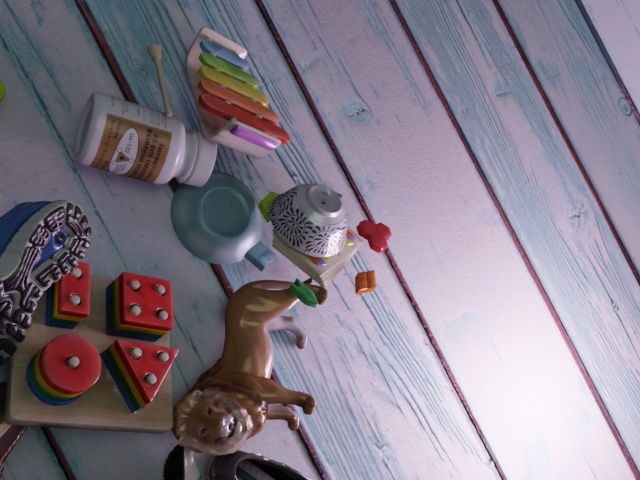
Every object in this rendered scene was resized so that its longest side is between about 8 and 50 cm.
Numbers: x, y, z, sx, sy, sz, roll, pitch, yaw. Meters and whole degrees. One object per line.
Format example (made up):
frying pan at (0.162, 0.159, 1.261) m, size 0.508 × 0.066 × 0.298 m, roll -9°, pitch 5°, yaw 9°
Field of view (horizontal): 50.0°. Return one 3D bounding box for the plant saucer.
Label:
plant saucer at (-0.192, -0.051, 1.336) m, size 0.195 × 0.037 × 0.194 m, roll 11°, pitch 68°, yaw -29°

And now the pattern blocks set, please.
pattern blocks set at (0.000, 0.000, 1.380) m, size 0.285 × 0.026 × 0.324 m, roll 34°, pitch 41°, yaw -2°

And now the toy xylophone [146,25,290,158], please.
toy xylophone at (-0.196, -0.284, 1.307) m, size 0.236 × 0.081 × 0.322 m, roll 12°, pitch 43°, yaw -46°

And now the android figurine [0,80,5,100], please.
android figurine at (-0.645, -0.287, 1.118) m, size 0.248 × 0.056 × 0.272 m, roll 35°, pitch 61°, yaw -18°

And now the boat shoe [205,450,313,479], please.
boat shoe at (-0.049, 0.471, 1.217) m, size 0.335 × 0.095 × 0.112 m, roll 35°, pitch 58°, yaw -19°

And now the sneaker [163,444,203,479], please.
sneaker at (-0.216, 0.425, 1.162) m, size 0.075 × 0.057 × 0.161 m, roll 11°, pitch 65°, yaw -49°

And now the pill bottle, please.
pill bottle at (-0.312, -0.173, 1.241) m, size 0.229 × 0.131 × 0.131 m, roll 14°, pitch 67°, yaw -29°

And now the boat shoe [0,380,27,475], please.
boat shoe at (-0.518, 0.349, 0.968) m, size 0.342 × 0.123 × 0.123 m, roll -57°, pitch 138°, yaw -42°

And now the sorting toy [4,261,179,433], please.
sorting toy at (-0.340, 0.159, 1.079) m, size 0.257 × 0.089 × 0.255 m, roll 17°, pitch 50°, yaw -38°

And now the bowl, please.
bowl at (-0.007, -0.056, 1.346) m, size 0.170 × 0.080 × 0.170 m, roll 19°, pitch 44°, yaw -19°

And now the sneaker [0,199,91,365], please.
sneaker at (-0.483, 0.069, 0.991) m, size 0.330 × 0.147 × 0.129 m, roll -56°, pitch 141°, yaw -32°

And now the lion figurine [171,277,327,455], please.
lion figurine at (-0.127, 0.207, 1.252) m, size 0.240 × 0.142 × 0.392 m, roll 18°, pitch 51°, yaw -18°
